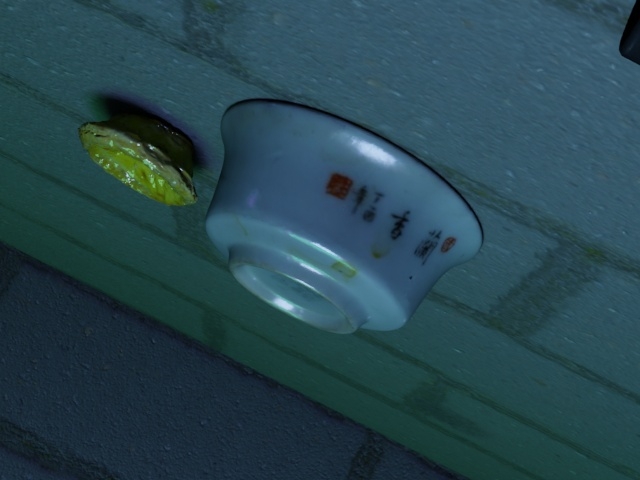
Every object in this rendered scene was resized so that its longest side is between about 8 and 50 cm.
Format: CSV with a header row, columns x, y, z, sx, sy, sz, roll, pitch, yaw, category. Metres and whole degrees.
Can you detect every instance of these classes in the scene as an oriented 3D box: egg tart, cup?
x,y,z,sx,sy,sz,roll,pitch,yaw,category
-0.234,-0.114,1.460,0.191,0.074,0.191,25,164,8,egg tart
0.000,0.000,1.299,0.347,0.163,0.347,26,163,8,cup

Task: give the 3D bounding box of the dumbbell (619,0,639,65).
x,y,z,sx,sy,sz,roll,pitch,yaw,category
0.138,-0.188,0.575,0.218,0.152,0.152,26,162,6,dumbbell
